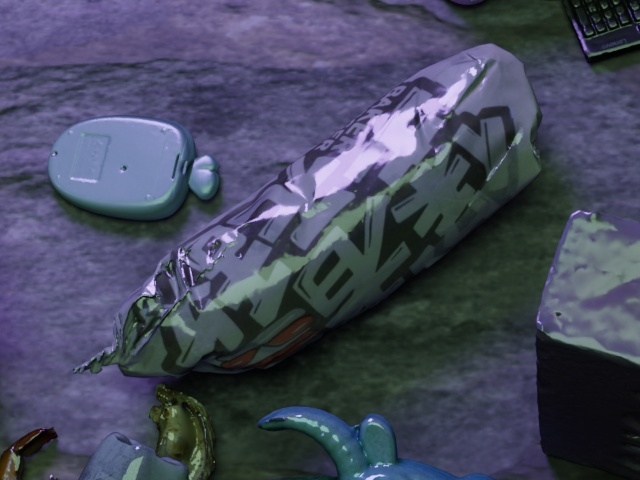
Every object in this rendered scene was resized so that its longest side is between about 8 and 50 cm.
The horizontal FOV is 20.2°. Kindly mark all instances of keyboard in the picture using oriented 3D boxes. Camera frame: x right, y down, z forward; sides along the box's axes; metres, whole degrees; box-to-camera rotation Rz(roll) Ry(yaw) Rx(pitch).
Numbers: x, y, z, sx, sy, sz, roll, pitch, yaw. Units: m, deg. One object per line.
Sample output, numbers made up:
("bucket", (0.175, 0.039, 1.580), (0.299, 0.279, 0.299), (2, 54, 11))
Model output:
("keyboard", (0.336, -0.222, 1.555), (0.250, 0.017, 0.087), (-17, 64, -1))

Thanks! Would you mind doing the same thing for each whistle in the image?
("whistle", (0.030, 0.215, 1.361), (0.274, 0.093, 0.186), (-4, 92, 8))

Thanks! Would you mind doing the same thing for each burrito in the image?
("burrito", (0.000, 0.000, 1.453), (0.445, 0.101, 0.139), (-35, 72, -11))

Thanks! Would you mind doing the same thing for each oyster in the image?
("oyster", (-0.114, 0.165, 1.436), (0.080, 0.038, 0.083), (32, 93, 24))

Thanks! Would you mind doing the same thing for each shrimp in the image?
("shrimp", (-0.198, 0.190, 1.434), (0.127, 0.025, 0.091), (-3, 62, 1))

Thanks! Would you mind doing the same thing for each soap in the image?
("soap", (0.299, 0.103, 1.268), (0.285, 0.296, 0.107), (13, 71, 14))

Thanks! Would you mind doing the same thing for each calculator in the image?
("calculator", (-0.160, -0.063, 1.542), (0.153, 0.021, 0.095), (7, 68, 13))

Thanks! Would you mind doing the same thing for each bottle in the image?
("bottle", (-0.187, 0.279, 1.363), (0.083, 0.083, 0.270), (24, 83, 16))

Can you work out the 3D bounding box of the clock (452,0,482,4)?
("clock", (0.177, -0.346, 1.591), (0.227, 0.090, 0.248), (-16, 64, -1))
